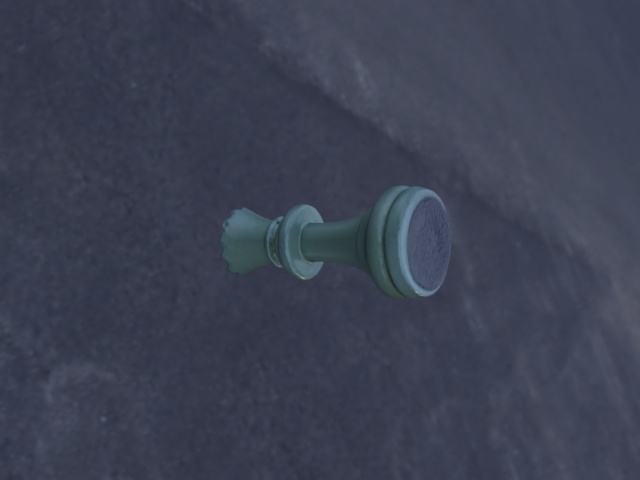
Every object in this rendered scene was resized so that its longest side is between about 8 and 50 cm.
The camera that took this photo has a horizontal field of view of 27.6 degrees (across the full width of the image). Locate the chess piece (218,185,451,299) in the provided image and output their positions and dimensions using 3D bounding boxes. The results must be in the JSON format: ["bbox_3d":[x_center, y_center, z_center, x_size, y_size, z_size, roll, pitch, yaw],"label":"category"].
[{"bbox_3d":[0.000,0.000,0.494,0.042,0.093,0.042,-4,95,-57],"label":"chess piece"}]
